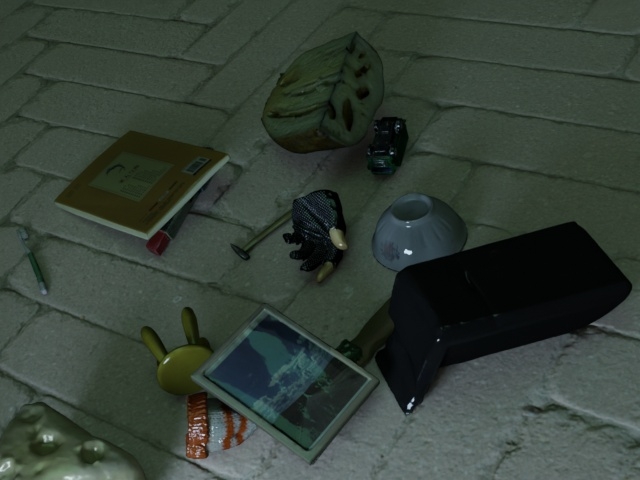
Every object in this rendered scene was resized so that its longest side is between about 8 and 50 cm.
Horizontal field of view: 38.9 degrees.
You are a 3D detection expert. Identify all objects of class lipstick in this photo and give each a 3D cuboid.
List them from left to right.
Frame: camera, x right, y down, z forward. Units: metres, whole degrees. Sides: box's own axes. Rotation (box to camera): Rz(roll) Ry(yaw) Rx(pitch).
[{"bbox_3d":[-0.306,-0.083,1.977,0.051,0.051,0.312,2,48,24],"label":"lipstick"}]

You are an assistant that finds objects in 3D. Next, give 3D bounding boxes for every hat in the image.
[{"bbox_3d":[-0.142,0.298,1.495,0.162,0.094,0.112,-2,51,-9],"label":"hat"}]

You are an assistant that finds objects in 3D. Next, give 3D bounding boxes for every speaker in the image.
[{"bbox_3d":[0.288,0.124,1.490,0.388,0.184,0.180,-14,42,-12],"label":"speaker"}]

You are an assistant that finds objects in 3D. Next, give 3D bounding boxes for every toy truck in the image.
[{"bbox_3d":[0.140,-0.201,1.920,0.065,0.079,0.147,0,44,19],"label":"toy truck"}]

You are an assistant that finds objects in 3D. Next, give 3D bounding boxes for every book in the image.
[{"bbox_3d":[-0.408,-0.135,2.035,0.389,0.032,0.269,18,57,44],"label":"book"}]

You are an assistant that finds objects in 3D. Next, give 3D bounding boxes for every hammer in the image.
[{"bbox_3d":[-0.098,-0.030,1.871,0.199,0.013,0.062,-38,45,-21],"label":"hammer"}]

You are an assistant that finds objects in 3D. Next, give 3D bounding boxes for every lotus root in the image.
[{"bbox_3d":[-0.004,-0.288,2.008,0.260,0.149,0.267,-13,49,48],"label":"lotus root"}]

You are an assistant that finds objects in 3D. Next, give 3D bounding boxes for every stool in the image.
[{"bbox_3d":[-0.246,0.199,1.605,0.135,0.134,0.110,-62,36,19],"label":"stool"}]

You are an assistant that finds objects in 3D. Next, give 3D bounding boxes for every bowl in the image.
[{"bbox_3d":[0.180,-0.033,1.720,0.189,0.086,0.189,-11,42,10],"label":"bowl"}]

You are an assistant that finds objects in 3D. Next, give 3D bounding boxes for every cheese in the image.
[{"bbox_3d":[-0.416,0.401,1.406,0.251,0.174,0.248,14,49,24],"label":"cheese"}]

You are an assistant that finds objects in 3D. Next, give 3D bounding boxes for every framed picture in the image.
[{"bbox_3d":[-0.057,0.229,1.481,0.260,0.023,0.189,31,59,25],"label":"framed picture"}]

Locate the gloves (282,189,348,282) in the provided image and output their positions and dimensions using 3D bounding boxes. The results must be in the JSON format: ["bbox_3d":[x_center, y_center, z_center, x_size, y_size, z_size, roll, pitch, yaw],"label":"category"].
[{"bbox_3d":[-0.001,0.001,1.758,0.129,0.106,0.181,-7,71,14],"label":"gloves"}]

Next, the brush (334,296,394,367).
[{"bbox_3d":[0.073,0.175,1.566,0.054,0.048,0.282,27,57,34],"label":"brush"}]

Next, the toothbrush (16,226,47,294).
[{"bbox_3d":[-0.631,0.042,1.982,0.024,0.018,0.257,-23,40,-15],"label":"toothbrush"}]
